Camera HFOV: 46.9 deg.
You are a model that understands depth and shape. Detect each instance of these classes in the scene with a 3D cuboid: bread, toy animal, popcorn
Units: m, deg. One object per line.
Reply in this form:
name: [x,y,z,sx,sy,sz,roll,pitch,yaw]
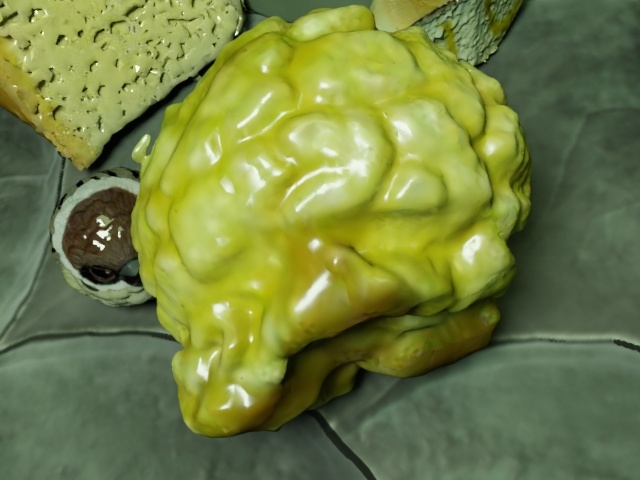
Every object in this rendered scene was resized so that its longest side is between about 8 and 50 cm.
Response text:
bread: [-0.261,-0.221,0.675,0.248,0.279,0.315,-44,22,-13]
toy animal: [-0.156,-0.018,0.535,0.098,0.098,0.137,-33,62,-6]
bread: [0.090,-0.181,0.577,0.094,0.083,0.157,29,70,25]
popcorn: [0.000,0.000,0.445,0.236,0.206,0.252,13,78,1]

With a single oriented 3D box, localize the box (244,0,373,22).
box: [-0.004,-0.322,0.627,0.226,0.149,0.226,-4,62,9]
